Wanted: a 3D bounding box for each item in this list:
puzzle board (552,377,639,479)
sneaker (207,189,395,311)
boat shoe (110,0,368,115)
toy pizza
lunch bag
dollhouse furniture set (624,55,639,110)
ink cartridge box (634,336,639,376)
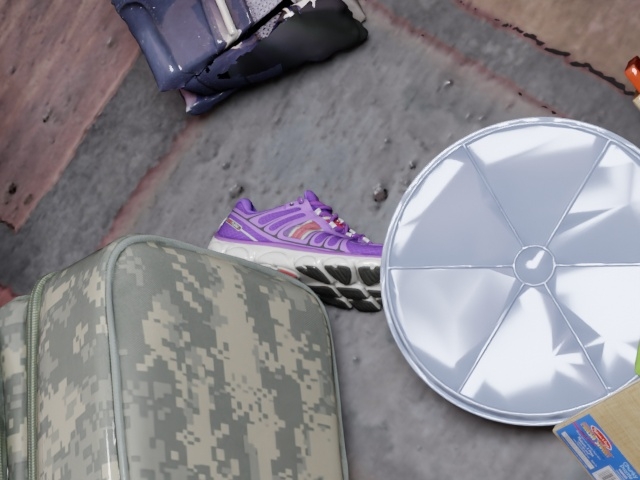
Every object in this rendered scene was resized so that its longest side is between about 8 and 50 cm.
[{"bbox_3d":[0.206,0.136,0.969,0.128,0.011,0.096,50,133,-3],"label":"puzzle board"},{"bbox_3d":[0.000,0.000,1.160,0.170,0.068,0.071,11,67,28],"label":"sneaker"},{"bbox_3d":[-0.103,-0.254,1.258,0.158,0.127,0.340,-29,62,10],"label":"boat shoe"},{"bbox_3d":[0.138,0.019,1.079,0.201,0.032,0.201,-4,74,13],"label":"toy pizza"},{"bbox_3d":[-0.136,0.179,1.103,0.256,0.212,0.305,-26,61,39],"label":"lunch bag"},{"bbox_3d":[0.172,-0.223,1.036,0.135,0.262,0.259,-38,91,16],"label":"dollhouse furniture set"},{"bbox_3d":[0.327,0.013,0.948,0.255,0.097,0.189,7,78,32],"label":"ink cartridge box"}]
